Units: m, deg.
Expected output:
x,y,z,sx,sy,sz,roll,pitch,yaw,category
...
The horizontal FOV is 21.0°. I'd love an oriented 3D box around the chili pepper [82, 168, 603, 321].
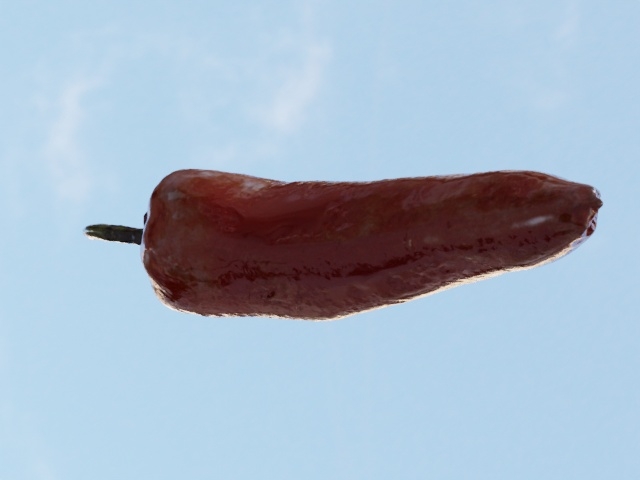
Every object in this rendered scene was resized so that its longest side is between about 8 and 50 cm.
x,y,z,sx,sy,sz,roll,pitch,yaw,category
0.000,0.000,0.672,0.272,0.071,0.063,-1,-82,40,chili pepper
